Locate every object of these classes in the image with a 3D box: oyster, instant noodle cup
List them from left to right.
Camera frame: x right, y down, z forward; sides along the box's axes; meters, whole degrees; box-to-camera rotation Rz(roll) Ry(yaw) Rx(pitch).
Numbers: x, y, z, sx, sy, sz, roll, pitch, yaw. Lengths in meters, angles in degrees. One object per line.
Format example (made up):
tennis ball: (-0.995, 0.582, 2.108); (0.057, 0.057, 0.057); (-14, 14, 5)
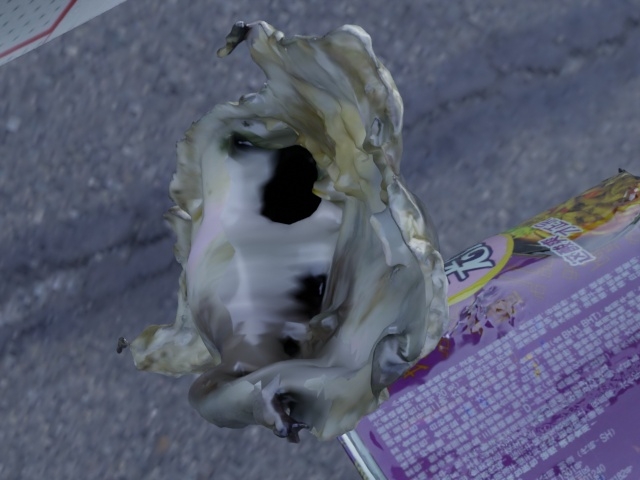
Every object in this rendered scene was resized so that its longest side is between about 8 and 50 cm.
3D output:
oyster: (-0.003, 0.000, 0.451); (0.061, 0.200, 0.106); (0, 99, -14)
instant noodle cup: (0.164, 0.121, 1.330); (0.266, 0.340, 0.340); (-35, 74, -1)

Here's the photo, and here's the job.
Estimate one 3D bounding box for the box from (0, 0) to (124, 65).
box: (-0.100, -0.139, 0.605); (0.095, 0.210, 0.330); (47, 40, 6)
